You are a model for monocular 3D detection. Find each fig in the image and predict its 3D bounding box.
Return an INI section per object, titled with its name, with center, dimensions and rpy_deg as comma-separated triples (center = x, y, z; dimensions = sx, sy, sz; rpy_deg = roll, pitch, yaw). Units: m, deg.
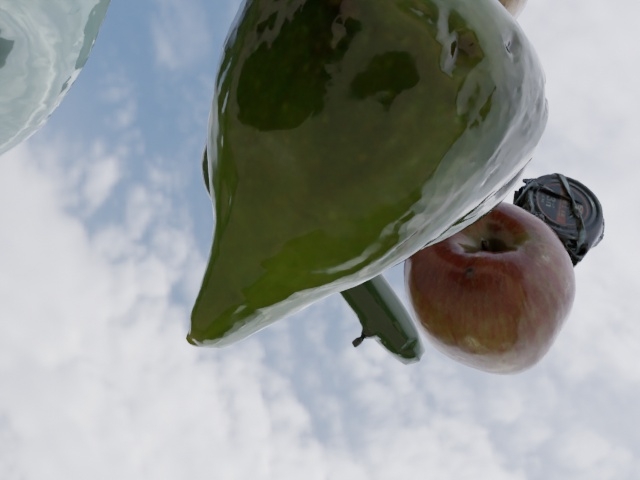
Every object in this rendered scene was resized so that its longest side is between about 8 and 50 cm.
[fig]
center = 0.006, -0.045, 0.852
dimensions = 0.206, 0.206, 0.275
rpy_deg = 36, -94, 37

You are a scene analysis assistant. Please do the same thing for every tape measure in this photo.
[tape measure]
center = 0.216, -0.016, 1.297
dimensions = 0.091, 0.094, 0.054
rpy_deg = 25, -41, 3

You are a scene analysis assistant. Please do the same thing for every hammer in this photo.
[hammer]
center = 0.000, 0.000, 1.489
dimensions = 0.119, 0.206, 0.335
rpy_deg = -34, -81, 9

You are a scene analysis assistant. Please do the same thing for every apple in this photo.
[apple]
center = 0.146, 0.042, 1.214
dimensions = 0.146, 0.146, 0.131
rpy_deg = 37, -29, 36

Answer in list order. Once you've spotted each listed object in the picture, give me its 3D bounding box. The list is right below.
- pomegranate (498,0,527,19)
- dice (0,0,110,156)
[pomegranate]
center = 0.060, -0.236, 1.129
dimensions = 0.248, 0.248, 0.248
rpy_deg = 2, -87, 44
[dice]
center = -0.243, -0.193, 0.658
dimensions = 0.262, 0.268, 0.264
rpy_deg = -32, -127, 52
